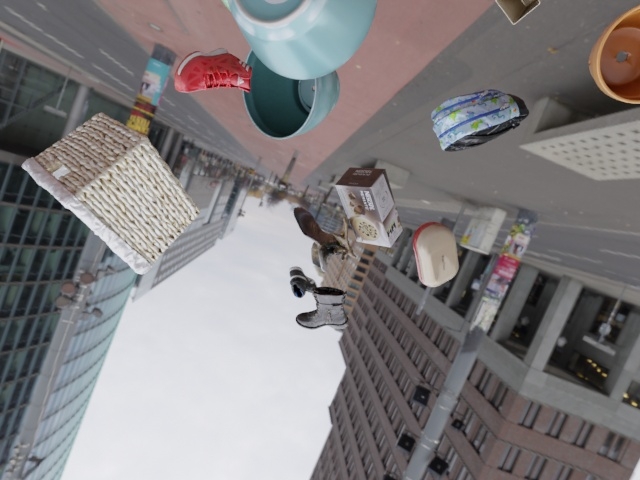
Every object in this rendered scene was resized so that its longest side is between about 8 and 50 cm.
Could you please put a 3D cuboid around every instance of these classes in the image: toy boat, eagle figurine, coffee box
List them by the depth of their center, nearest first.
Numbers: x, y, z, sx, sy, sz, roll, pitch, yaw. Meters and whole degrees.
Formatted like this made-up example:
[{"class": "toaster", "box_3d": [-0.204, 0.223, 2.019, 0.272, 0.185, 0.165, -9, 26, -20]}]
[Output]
[{"class": "toy boat", "box_3d": [0.382, 0.038, 1.484, 0.151, 0.231, 0.151, -25, -149, -15]}, {"class": "coffee box", "box_3d": [0.194, -0.129, 1.657, 0.168, 0.119, 0.297, 12, 139, 38]}, {"class": "eagle figurine", "box_3d": [0.008, -0.001, 1.723, 0.298, 0.226, 0.225, 16, -177, 41]}]

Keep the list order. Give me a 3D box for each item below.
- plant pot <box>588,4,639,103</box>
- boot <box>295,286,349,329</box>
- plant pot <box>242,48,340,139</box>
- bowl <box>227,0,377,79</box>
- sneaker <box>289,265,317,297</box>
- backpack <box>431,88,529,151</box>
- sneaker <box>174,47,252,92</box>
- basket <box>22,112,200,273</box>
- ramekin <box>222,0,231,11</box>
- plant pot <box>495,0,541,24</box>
[{"class": "plant pot", "box_3d": [1.020, -0.601, 1.379, 0.291, 0.290, 0.203, 22, -158, 3]}, {"class": "boot", "box_3d": [-0.001, 0.273, 1.782, 0.263, 0.228, 0.091, -3, -137, 15]}, {"class": "plant pot", "box_3d": [-0.064, -0.460, 1.278, 0.293, 0.292, 0.196, 25, -151, 33]}, {"class": "bowl", "box_3d": [-0.059, -0.491, 0.826, 0.312, 0.311, 0.163, 23, -163, 16]}, {"class": "sneaker", "box_3d": [-0.080, 0.218, 1.911, 0.079, 0.121, 0.217, -18, 141, 19]}, {"class": "backpack", "box_3d": [0.647, -0.508, 1.817, 0.273, 0.356, 0.290, 57, 158, -7]}, {"class": "sneaker", "box_3d": [-0.247, -0.409, 1.048, 0.128, 0.087, 0.221, 27, -132, 11]}, {"class": "basket", "box_3d": [-0.580, -0.137, 1.223, 0.328, 0.266, 0.331, 29, 156, 35]}, {"class": "ramekin", "box_3d": [-0.260, -0.926, 1.470, 0.148, 0.303, 0.303, -15, 167, 26]}, {"class": "plant pot", "box_3d": [0.686, -0.826, 1.435, 0.109, 0.096, 0.109, 50, 153, -7]}]
